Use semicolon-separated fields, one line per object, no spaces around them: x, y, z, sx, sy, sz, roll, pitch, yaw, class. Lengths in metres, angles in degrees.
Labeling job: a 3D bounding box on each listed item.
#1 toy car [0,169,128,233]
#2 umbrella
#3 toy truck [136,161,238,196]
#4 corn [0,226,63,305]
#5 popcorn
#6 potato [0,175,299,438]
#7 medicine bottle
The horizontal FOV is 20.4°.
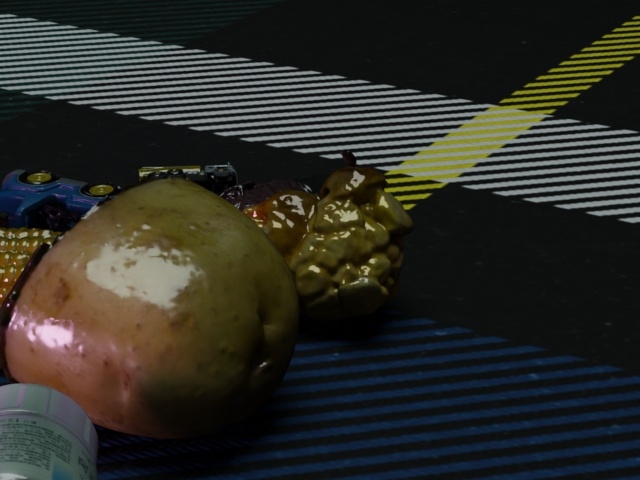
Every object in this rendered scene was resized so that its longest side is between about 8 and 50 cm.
-0.286;-0.010;1.960;0.191;0.097;0.100;11;27;25;toy car
-0.103;-0.013;1.960;0.326;0.094;0.090;-17;67;-40;umbrella
-0.162;-0.066;2.150;0.123;0.052;0.063;-3;17;-4;toy truck
-0.355;0.051;1.786;0.347;0.130;0.130;1;23;11;corn
0.007;0.017;1.856;0.194;0.163;0.140;-26;-16;9;popcorn
-0.133;0.076;1.636;0.242;0.242;0.285;17;21;34;potato
-0.243;0.204;1.417;0.135;0.135;0.168;-2;24;-5;medicine bottle
